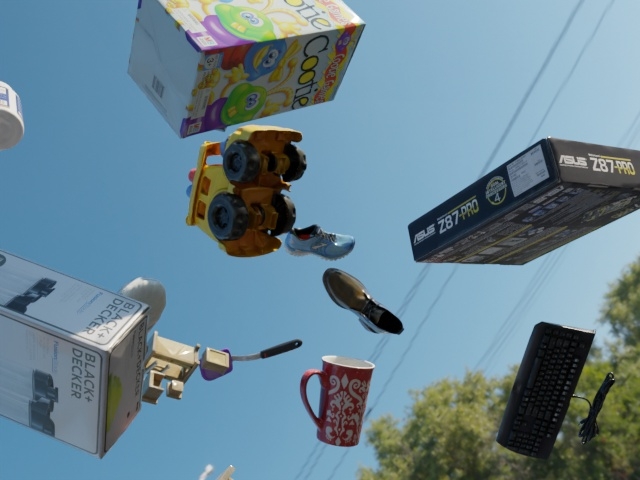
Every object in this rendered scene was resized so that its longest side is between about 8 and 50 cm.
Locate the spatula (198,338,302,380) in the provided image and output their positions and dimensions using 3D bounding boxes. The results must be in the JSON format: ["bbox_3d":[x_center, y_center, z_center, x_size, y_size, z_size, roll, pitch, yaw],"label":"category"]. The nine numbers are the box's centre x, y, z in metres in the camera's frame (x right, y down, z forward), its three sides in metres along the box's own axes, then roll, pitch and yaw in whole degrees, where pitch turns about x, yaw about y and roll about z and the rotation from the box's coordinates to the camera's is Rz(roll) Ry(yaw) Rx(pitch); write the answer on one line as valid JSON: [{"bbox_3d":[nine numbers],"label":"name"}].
[{"bbox_3d":[-0.191,0.324,1.923,0.297,0.030,0.084,-12,-66,-12],"label":"spatula"}]

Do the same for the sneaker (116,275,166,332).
[{"bbox_3d":[-0.329,0.154,1.066,0.237,0.085,0.086,-48,11,-14],"label":"sneaker"}]

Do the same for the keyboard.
[{"bbox_3d":[0.487,0.313,1.379,0.033,0.202,0.317,-80,-1,-65],"label":"keyboard"}]

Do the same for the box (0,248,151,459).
[{"bbox_3d":[-0.343,0.109,0.769,0.087,0.290,0.169,-57,-15,-57],"label":"box"}]

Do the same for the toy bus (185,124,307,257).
[{"bbox_3d":[-0.150,-0.107,1.185,0.149,0.211,0.220,-6,-64,-48],"label":"toy bus"}]

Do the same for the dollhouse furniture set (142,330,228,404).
[{"bbox_3d":[-0.305,0.313,1.504,0.182,0.161,0.101,23,-57,-24],"label":"dollhouse furniture set"}]

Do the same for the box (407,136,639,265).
[{"bbox_3d":[0.411,-0.056,1.331,0.318,0.097,0.395,4,-23,-29],"label":"box"}]

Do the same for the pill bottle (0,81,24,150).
[{"bbox_3d":[-0.469,-0.186,0.998,0.067,0.120,0.067,-13,-51,-17],"label":"pill bottle"}]

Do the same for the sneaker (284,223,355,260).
[{"bbox_3d":[0.000,0.000,1.558,0.162,0.063,0.073,1,-45,-7],"label":"sneaker"}]

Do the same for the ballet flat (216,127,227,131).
[{"bbox_3d":[-0.273,-0.292,1.474,0.074,0.074,0.203,-46,-38,-12],"label":"ballet flat"}]

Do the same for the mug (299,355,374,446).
[{"bbox_3d":[0.029,0.336,1.449,0.113,0.150,0.169,-15,-67,-88],"label":"mug"}]

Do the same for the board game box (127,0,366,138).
[{"bbox_3d":[-0.099,-0.264,0.942,0.275,0.144,0.142,-23,-27,-38],"label":"board game box"}]

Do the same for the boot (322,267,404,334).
[{"bbox_3d":[0.102,0.139,1.557,0.219,0.106,0.082,43,-108,-26],"label":"boot"}]

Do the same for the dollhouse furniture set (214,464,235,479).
[{"bbox_3d":[-0.123,0.465,1.031,0.129,0.184,0.129,-48,-3,-45],"label":"dollhouse furniture set"}]
